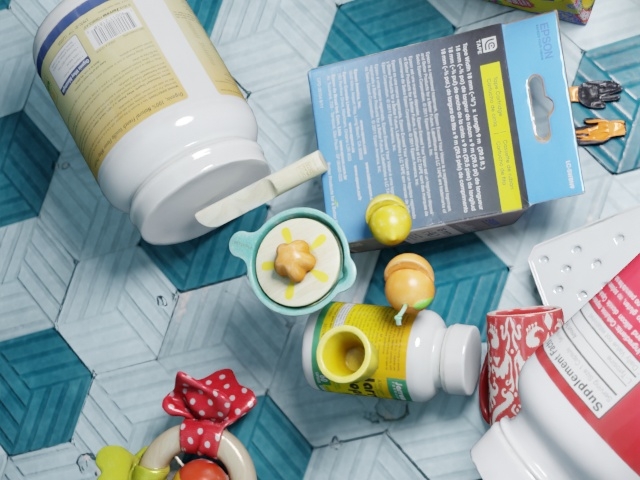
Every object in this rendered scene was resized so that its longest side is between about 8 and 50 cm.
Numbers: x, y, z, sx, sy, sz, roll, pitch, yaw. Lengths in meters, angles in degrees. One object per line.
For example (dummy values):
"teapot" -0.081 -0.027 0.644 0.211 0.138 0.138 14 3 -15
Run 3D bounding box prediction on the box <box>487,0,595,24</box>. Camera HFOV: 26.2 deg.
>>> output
"box" 0.261 -0.450 1.666 0.177 0.290 0.279 19 89 22

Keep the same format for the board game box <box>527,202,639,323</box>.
"board game box" 0.489 0.121 1.614 0.389 0.050 0.390 -23 73 17

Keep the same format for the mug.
"mug" 0.235 0.168 1.647 0.150 0.113 0.169 -3 94 36

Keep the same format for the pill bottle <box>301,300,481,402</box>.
"pill bottle" 0.091 0.141 1.728 0.208 0.117 0.118 4 83 21

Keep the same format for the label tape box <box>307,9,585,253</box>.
"label tape box" 0.165 -0.130 1.749 0.333 0.106 0.241 -11 78 20

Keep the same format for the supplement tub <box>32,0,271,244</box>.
"supplement tub" -0.223 -0.175 1.841 0.228 0.228 0.316 -35 70 13

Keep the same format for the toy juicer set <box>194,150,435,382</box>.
"toy juicer set" 0.000 0.000 1.681 0.209 0.089 0.329 -46 66 6

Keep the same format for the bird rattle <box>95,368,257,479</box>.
"bird rattle" -0.171 0.302 1.827 0.253 0.143 0.207 -39 81 -2

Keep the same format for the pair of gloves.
"pair of gloves" 0.347 -0.162 1.736 0.074 0.010 0.083 -7 76 21

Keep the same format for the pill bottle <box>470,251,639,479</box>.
"pill bottle" 0.362 0.149 1.461 0.408 0.229 0.229 -45 69 10
